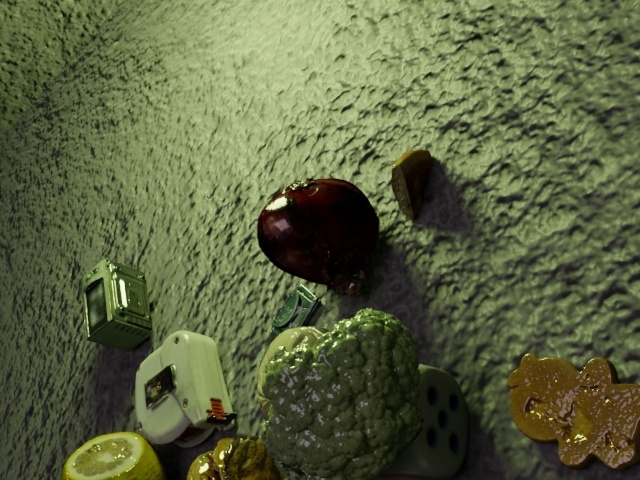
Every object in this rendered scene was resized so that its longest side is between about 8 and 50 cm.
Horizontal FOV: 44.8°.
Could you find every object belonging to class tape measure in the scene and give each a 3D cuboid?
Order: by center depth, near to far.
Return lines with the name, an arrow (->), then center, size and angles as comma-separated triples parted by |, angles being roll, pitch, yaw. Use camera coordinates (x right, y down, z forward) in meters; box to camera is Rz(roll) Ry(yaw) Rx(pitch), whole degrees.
tape measure -> -0.332, 0.363, 1.847 | 0.265, 0.130, 0.258 | -38, 52, 25

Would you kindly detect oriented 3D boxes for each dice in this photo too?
dice -> 0.137, 0.326, 1.383 | 0.193, 0.194, 0.192 | -17, 63, 39

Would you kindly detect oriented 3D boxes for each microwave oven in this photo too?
microwave oven -> -0.548, 0.172, 2.104 | 0.129, 0.163, 0.205 | -38, 51, 26

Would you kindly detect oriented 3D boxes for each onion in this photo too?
onion -> -0.007, -0.019, 1.617 | 0.221, 0.281, 0.281 | -18, 60, 41

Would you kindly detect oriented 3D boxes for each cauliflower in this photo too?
cauliflower -> 0.031, 0.259, 1.258 | 0.250, 0.275, 0.272 | -176, 73, -79

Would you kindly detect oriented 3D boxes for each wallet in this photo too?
wallet -> -0.059, 0.166, 1.752 | 0.088, 0.026, 0.129 | 36, 97, 45

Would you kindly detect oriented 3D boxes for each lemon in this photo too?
lemon -> -0.472, 0.585, 1.806 | 0.240, 0.240, 0.219 | 11, 120, 45

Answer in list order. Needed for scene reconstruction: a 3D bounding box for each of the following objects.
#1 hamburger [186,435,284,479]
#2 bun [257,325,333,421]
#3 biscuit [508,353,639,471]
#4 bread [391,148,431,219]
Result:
hamburger -> -0.171, 0.521, 1.557 | 0.163, 0.244, 0.244 | -23, 57, 22
bun -> -0.034, 0.284, 1.594 | 0.244, 0.153, 0.244 | -15, 65, 34
biscuit -> 0.412, 0.273, 1.264 | 0.249, 0.035, 0.184 | 11, 78, 45
bread -> 0.176, -0.130, 1.592 | 0.054, 0.136, 0.154 | 8, 80, 26
